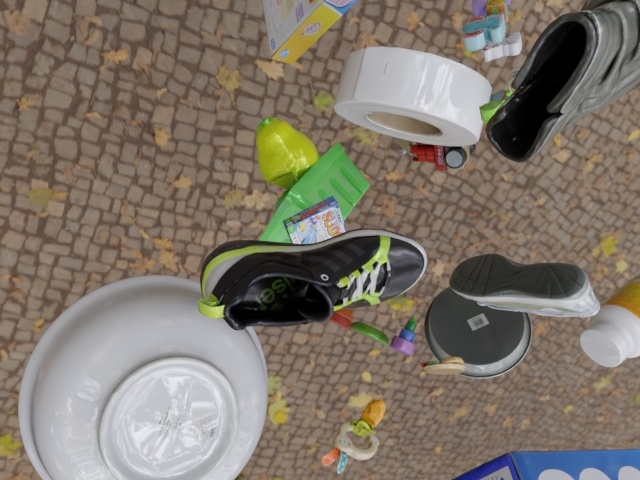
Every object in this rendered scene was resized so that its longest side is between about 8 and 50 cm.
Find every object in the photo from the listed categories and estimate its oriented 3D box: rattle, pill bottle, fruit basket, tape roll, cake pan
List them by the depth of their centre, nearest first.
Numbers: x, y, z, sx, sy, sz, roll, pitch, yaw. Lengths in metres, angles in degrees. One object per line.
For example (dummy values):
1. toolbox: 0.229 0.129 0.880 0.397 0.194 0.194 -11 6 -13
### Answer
1. tape roll: 0.171 -0.265 1.027 0.286 0.286 0.100 14 93 -28
2. pill bottle: 0.734 0.192 1.285 0.246 0.136 0.136 -29 128 -24
3. cake pan: 0.435 0.233 1.507 0.293 0.293 0.054 -30 147 -3
4. rattle: 0.102 0.546 1.511 0.200 0.130 0.143 0 141 -49
5. fruit basket: -0.072 -0.169 1.591 0.392 0.392 0.283 11 136 -27

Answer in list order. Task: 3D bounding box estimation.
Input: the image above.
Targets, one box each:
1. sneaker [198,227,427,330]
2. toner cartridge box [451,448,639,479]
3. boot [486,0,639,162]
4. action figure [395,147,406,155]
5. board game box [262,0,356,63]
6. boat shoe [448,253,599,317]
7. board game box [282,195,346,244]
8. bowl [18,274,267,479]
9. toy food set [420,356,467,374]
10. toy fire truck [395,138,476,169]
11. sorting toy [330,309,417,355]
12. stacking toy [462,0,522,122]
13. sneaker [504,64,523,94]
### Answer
1. sneaker: 0.004 0.048 0.501 0.235 0.097 0.084 -6 117 -20
2. toner cartridge box: 0.280 0.255 0.423 0.348 0.165 0.075 9 140 -26
3. boot: 0.207 -0.157 0.345 0.161 0.083 0.246 -35 157 -27
4. action figure: 0.349 -0.441 1.828 0.341 0.179 0.330 46 64 -22
5. board game box: -0.017 -0.577 1.177 0.064 0.242 0.317 2 162 -37
6. boat shoe: 0.415 0.103 1.143 0.103 0.320 0.118 47 63 -29
7. board game box: 0.000 0.000 1.332 0.136 0.035 0.201 -28 134 -7
8. bowl: -0.179 0.191 0.611 0.298 0.134 0.297 0 90 -25
9. toy food set: 0.232 0.237 1.017 0.083 0.020 0.083 -11 154 25
10. toy fire truck: 0.289 -0.310 1.487 0.158 0.247 0.217 -43 127 -50
11. sorting toy: 0.152 0.230 1.632 0.127 0.366 0.126 36 76 -39
12. stacking toy: 0.189 -0.258 0.623 0.052 0.221 0.167 -4 131 28
13. sneaker: 0.390 -0.276 0.938 0.293 0.169 0.108 -12 92 -45
